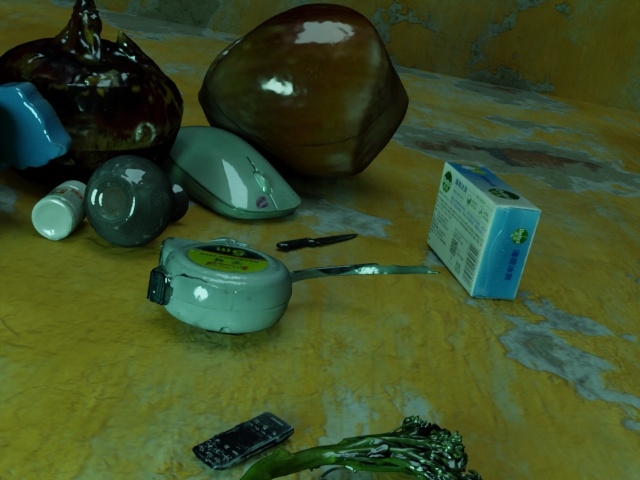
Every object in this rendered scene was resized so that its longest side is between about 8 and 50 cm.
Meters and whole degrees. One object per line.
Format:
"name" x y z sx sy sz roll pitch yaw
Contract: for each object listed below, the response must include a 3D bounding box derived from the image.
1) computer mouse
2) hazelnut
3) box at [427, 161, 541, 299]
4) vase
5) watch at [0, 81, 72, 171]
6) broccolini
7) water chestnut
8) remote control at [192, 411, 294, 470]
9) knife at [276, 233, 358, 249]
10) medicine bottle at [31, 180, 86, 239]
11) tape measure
"computer mouse" -0.155 -0.123 1.380 0.159 0.097 0.288 -5 25 -42
"hazelnut" -0.031 -0.263 1.506 0.372 0.315 0.372 -4 0 0
"box" 0.231 -0.018 1.241 0.073 0.139 0.194 6 22 -16
"vase" -0.238 -0.052 1.145 0.120 0.120 0.183 16 6 13
"watch" -0.469 -0.091 0.999 0.305 0.241 0.274 10 37 0
"broccolini" 0.035 0.199 0.679 0.271 0.062 0.123 -2 9 -45
"water chestnut" -0.353 -0.220 1.270 0.300 0.300 0.300 10 21 -4
"remote control" -0.067 0.178 0.749 0.039 0.014 0.096 27 26 35
"knife" 0.000 0.000 1.259 0.023 0.010 0.170 27 24 37
"medicine bottle" -0.338 -0.041 1.120 0.057 0.057 0.089 11 20 0
"tape measure" -0.027 0.062 0.969 0.330 0.084 0.164 9 23 -4
